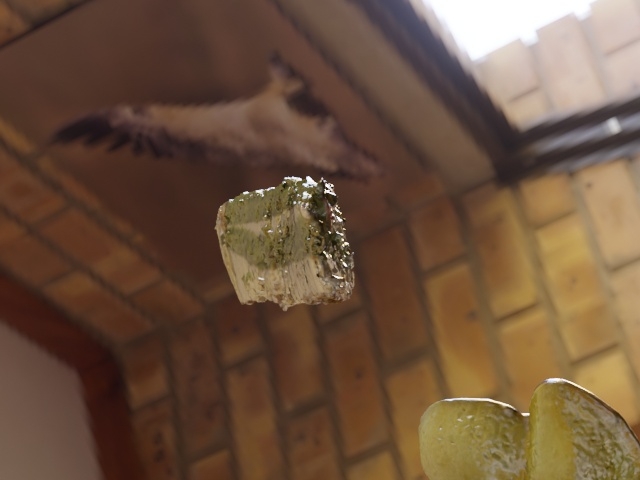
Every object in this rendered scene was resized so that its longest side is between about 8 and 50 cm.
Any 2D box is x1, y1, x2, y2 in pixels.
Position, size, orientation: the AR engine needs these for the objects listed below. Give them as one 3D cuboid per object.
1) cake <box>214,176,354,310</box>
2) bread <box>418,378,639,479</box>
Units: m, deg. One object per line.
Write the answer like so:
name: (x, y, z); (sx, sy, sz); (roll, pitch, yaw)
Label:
cake: (0.000, 0.000, 0.740); (0.140, 0.055, 0.051); (174, 87, -75)
bread: (0.134, 0.153, 1.273); (0.149, 0.188, 0.065); (27, -122, 3)
